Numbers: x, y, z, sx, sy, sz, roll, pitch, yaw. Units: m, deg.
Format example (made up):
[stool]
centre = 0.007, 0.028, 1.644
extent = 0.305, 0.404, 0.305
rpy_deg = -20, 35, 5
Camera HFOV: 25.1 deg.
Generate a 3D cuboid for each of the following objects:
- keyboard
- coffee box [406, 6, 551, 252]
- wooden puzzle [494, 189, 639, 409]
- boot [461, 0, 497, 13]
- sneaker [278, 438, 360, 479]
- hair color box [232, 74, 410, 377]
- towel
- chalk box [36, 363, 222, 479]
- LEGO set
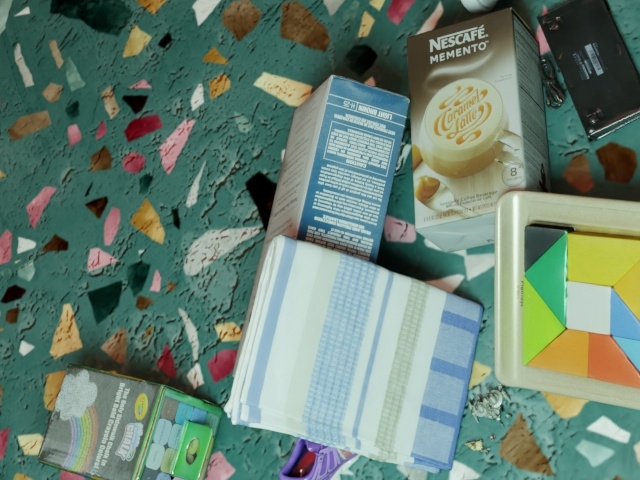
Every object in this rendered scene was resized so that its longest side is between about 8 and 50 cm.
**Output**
[keyboard]
centre = 0.304, -0.198, 1.665
extent = 0.108, 0.023, 0.180
rpy_deg = -26, 59, 15
[coffee box]
centre = 0.183, -0.126, 1.666
extent = 0.141, 0.098, 0.247
rpy_deg = -13, 66, 26
[wooden puzzle]
centre = 0.290, 0.065, 1.504
extent = 0.238, 0.044, 0.221
rpy_deg = 6, 103, 32
[boot]
centre = 0.248, -0.396, 1.727
extent = 0.123, 0.095, 0.258
rpy_deg = 3, 73, 41
[sneaker]
centre = 0.018, 0.228, 1.657
extent = 0.170, 0.071, 0.068
rpy_deg = -52, 54, 5
[hair color box]
centre = 0.000, 0.000, 1.686
extent = 0.174, 0.105, 0.347
rpy_deg = 149, 135, -72
[towel]
centre = 0.043, 0.128, 1.566
extent = 0.034, 0.285, 0.209
rpy_deg = -7, 67, 60
[chalk box]
centre = -0.214, 0.244, 1.765
extent = 0.213, 0.132, 0.132
rpy_deg = 9, 77, 34
[LEGO set]
centre = 0.184, 0.194, 1.592
extent = 0.054, 0.023, 0.083
rpy_deg = -4, 70, 31
